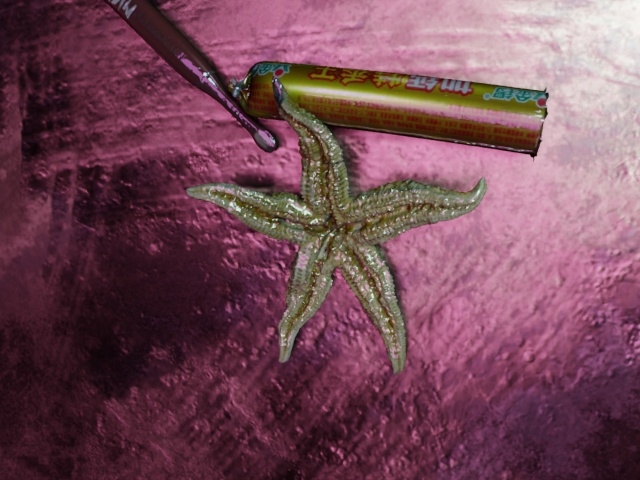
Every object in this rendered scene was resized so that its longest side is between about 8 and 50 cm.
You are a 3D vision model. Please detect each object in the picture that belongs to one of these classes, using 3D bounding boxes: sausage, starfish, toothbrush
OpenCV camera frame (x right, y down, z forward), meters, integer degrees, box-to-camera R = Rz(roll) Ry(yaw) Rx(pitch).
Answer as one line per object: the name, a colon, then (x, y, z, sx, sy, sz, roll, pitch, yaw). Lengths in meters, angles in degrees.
sausage: (0.065, -0.159, 0.763, 0.371, 0.082, 0.082, 10, 105, 13)
starfish: (0.000, 0.000, 0.808, 0.347, 0.078, 0.358, 29, 121, -5)
toothbrush: (-0.184, -0.242, 0.829, 0.364, 0.041, 0.041, 44, 109, 2)
